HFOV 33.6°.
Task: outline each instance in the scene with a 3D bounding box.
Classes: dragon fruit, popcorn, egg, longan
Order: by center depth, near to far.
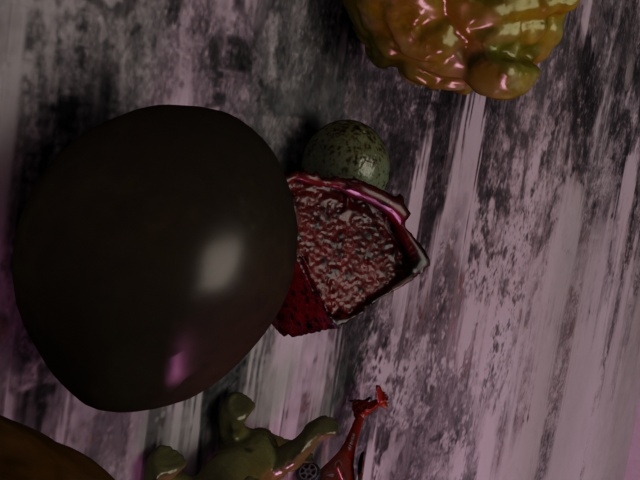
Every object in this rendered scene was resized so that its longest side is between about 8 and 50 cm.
[{"bbox_3d":[-0.110,0.009,0.703,0.212,0.198,0.198,-54,149,-1],"label":"longan"},{"bbox_3d":[0.002,-0.001,0.967,0.120,0.127,0.161,-34,105,-33],"label":"dragon fruit"},{"bbox_3d":[0.135,-0.267,0.987,0.235,0.242,0.250,77,37,-83],"label":"popcorn"},{"bbox_3d":[0.024,-0.063,1.011,0.085,0.085,0.110,-44,140,-45],"label":"egg"}]

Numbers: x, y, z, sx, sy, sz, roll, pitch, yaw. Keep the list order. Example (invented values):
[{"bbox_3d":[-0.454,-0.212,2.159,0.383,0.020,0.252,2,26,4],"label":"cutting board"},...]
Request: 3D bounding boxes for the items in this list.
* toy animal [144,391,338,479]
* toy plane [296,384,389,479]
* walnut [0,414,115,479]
[{"bbox_3d":[-0.070,0.210,0.968,0.219,0.103,0.101,-34,149,-54],"label":"toy animal"},{"bbox_3d":[0.019,0.243,1.145,0.126,0.077,0.194,44,55,-61],"label":"toy plane"},{"bbox_3d":[-0.172,0.262,0.523,0.308,0.354,0.398,-41,136,-11],"label":"walnut"}]
